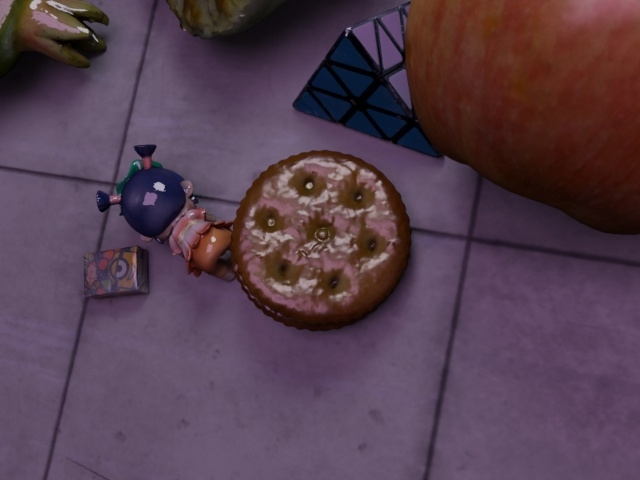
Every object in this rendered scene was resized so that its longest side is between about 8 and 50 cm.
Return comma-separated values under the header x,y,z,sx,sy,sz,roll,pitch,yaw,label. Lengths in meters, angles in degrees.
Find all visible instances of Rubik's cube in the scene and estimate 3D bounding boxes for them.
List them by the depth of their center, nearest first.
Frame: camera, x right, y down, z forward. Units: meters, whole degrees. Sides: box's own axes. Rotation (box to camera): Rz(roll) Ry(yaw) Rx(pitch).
x,y,z,sx,sy,sz,roll,pitch,yaw,label
0.062,-0.235,0.994,0.211,0.178,0.190,17,83,19,Rubik's cube

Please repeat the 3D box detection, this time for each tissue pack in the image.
x,y,z,sx,sy,sz,roll,pitch,yaw,label
-0.273,0.043,1.124,0.083,0.035,0.063,-7,78,18,tissue pack

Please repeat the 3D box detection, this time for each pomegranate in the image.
x,y,z,sx,sy,sz,roll,pitch,yaw,label
-0.472,-0.339,1.180,0.358,0.216,0.310,22,87,-10,pomegranate

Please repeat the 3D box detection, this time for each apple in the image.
x,y,z,sx,sy,sz,roll,pitch,yaw,label
0.279,-0.189,0.814,0.391,0.391,0.347,31,111,20,apple

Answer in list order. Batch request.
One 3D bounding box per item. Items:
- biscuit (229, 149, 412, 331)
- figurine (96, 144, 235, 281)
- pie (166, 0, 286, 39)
x,y,z,sx,sy,sz,roll,pitch,yaw,label
0.000,0.000,1.010,0.220,0.066,0.220,0,74,1,biscuit
-0.182,-0.035,1.073,0.195,0.102,0.111,35,91,21,figurine
-0.113,-0.451,1.032,0.395,0.180,0.418,-50,63,32,pie
